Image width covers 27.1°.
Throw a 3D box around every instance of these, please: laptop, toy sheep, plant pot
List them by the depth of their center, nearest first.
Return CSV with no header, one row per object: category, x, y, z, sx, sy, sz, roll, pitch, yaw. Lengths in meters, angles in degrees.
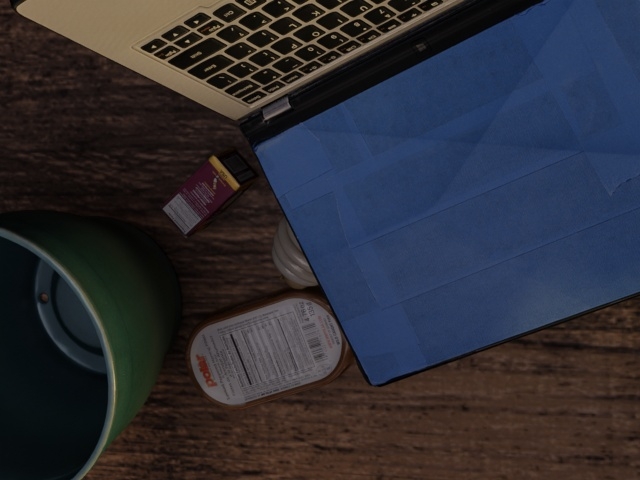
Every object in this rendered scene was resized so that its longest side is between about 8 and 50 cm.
laptop,0.053,-0.090,0.980,0.382,0.408,0.236,-24,60,32
toy sheep,0.000,0.000,1.286,0.091,0.091,0.132,38,126,7
plant pot,-0.266,0.087,1.306,0.272,0.255,0.271,5,105,18

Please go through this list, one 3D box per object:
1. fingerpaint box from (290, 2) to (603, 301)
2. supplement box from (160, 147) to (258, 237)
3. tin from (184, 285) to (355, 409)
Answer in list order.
fingerpaint box,0.169,-0.191,1.112,0.445,0.163,0.371,-18,96,30
supplement box,-0.111,-0.048,1.329,0.083,0.055,0.043,-42,88,23
tin,-0.052,0.109,1.358,0.190,0.040,0.106,-19,92,22
